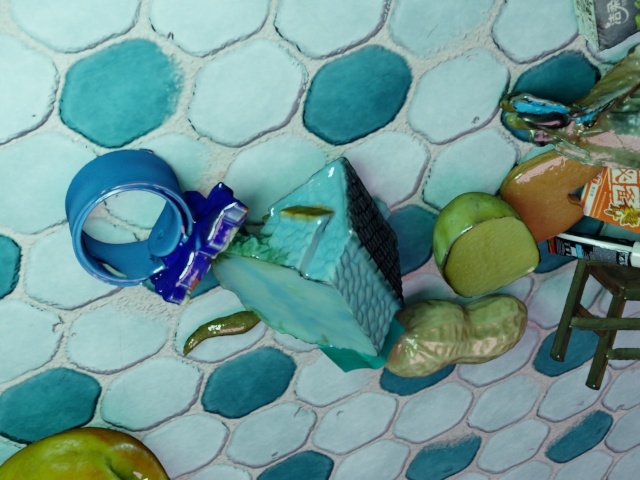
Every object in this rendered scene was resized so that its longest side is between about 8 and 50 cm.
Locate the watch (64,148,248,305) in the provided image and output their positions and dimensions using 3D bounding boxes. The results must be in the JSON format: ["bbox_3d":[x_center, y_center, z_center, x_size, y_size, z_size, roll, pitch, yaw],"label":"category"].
[{"bbox_3d":[-0.239,-0.028,1.592,0.200,0.171,0.196,25,103,-30],"label":"watch"}]

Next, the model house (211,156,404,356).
[{"bbox_3d":[0.000,0.000,1.751,0.241,0.226,0.261,-63,146,-22],"label":"model house"}]

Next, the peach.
[{"bbox_3d":[-0.390,0.455,1.848,0.332,0.307,0.308,-37,137,13],"label":"peach"}]

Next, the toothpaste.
[{"bbox_3d":[0.487,0.012,2.038,0.045,0.194,0.071,-63,147,-31],"label":"toothpaste"}]

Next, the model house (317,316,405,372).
[{"bbox_3d":[0.061,0.147,1.918,0.127,0.149,0.100,-36,134,7],"label":"model house"}]

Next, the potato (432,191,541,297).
[{"bbox_3d":[0.255,-0.008,1.911,0.160,0.111,0.272,-31,152,10],"label":"potato"}]

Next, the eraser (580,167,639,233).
[{"bbox_3d":[0.560,-0.078,1.959,0.038,0.230,0.157,-54,158,-46],"label":"eraser"}]

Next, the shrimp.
[{"bbox_3d":[0.496,-0.210,1.834,0.446,0.110,0.221,-4,88,-19],"label":"shrimp"}]

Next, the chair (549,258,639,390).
[{"bbox_3d":[0.595,0.052,2.125,0.241,0.416,0.203,-3,154,39],"label":"chair"}]

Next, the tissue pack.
[{"bbox_3d":[0.482,-0.400,1.703,0.236,0.073,0.173,-28,137,-3],"label":"tissue pack"}]

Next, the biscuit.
[{"bbox_3d":[0.396,-0.076,1.961,0.186,0.036,0.192,-21,137,2],"label":"biscuit"}]

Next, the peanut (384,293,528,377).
[{"bbox_3d":[0.238,0.159,2.052,0.298,0.120,0.136,-8,137,-26],"label":"peanut"}]

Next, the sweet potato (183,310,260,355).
[{"bbox_3d":[-0.154,0.140,1.873,0.153,0.038,0.041,-23,114,-7],"label":"sweet potato"}]
